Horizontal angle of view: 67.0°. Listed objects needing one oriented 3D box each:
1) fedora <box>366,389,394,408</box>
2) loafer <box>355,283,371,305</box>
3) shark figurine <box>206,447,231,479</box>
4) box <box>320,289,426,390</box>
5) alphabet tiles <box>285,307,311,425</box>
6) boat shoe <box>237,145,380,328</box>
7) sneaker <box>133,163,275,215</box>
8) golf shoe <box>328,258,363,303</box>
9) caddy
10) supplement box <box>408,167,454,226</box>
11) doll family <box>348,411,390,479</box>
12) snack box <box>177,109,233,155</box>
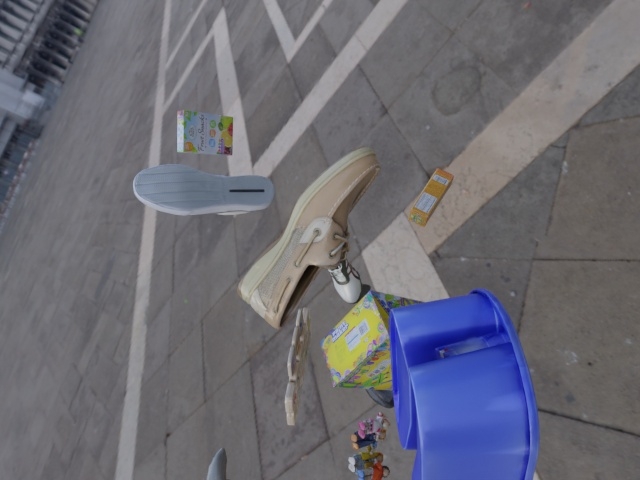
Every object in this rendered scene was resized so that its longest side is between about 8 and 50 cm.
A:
[{"bbox_3d":[0.250,0.557,1.932,0.152,0.334,0.334,-36,30,-14],"label":"fedora"},{"bbox_3d":[0.172,0.229,1.942,0.148,0.056,0.050,-49,-35,-58],"label":"loafer"},{"bbox_3d":[-0.264,0.783,1.432,0.166,0.278,0.116,-39,14,-36],"label":"shark figurine"},{"bbox_3d":[0.205,0.337,1.574,0.290,0.279,0.177,-50,41,30],"label":"box"},{"bbox_3d":[-0.054,0.323,1.264,0.284,0.021,0.278,-79,-8,-45],"label":"alphabet tiles"},{"bbox_3d":[0.000,0.000,0.810,0.110,0.121,0.341,44,109,17],"label":"boat shoe"},{"bbox_3d":[-0.218,-0.082,0.916,0.091,0.258,0.094,150,121,-63],"label":"sneaker"},{"bbox_3d":[0.063,0.106,1.702,0.105,0.120,0.273,-18,95,23],"label":"golf shoe"},{"bbox_3d":[0.203,0.230,0.666,0.241,0.179,0.341,-97,-1,-57],"label":"caddy"},{"bbox_3d":[0.424,-0.165,1.857,0.080,0.078,0.233,31,66,18],"label":"supplement box"},{"bbox_3d":[0.183,0.757,1.780,0.118,0.163,0.263,-5,81,51],"label":"doll family"},{"bbox_3d":[-0.287,-0.266,1.212,0.037,0.141,0.100,9,99,46],"label":"snack box"}]
